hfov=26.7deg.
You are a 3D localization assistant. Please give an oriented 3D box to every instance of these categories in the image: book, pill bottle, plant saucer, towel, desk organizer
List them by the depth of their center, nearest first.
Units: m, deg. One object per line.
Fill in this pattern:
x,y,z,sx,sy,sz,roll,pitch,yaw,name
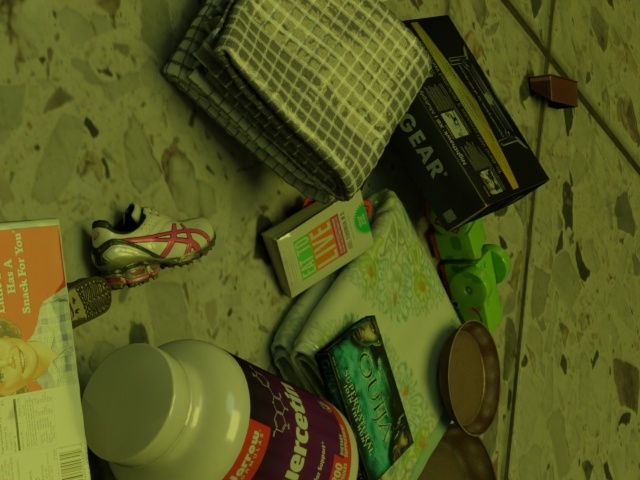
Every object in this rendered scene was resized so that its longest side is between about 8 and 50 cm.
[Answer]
-0.108,0.219,1.475,0.323,0.182,0.181,33,57,-50,pill bottle
-0.015,-0.216,1.644,0.284,0.121,0.235,42,66,-25,towel
0.000,0.000,1.763,0.144,0.035,0.096,-33,124,-26,book
0.088,0.157,1.876,0.374,0.090,0.320,-56,130,-46,towel
0.214,0.199,1.956,0.168,0.029,0.168,8,80,-57,plant saucer
0.186,0.428,2.007,0.311,0.050,0.310,12,76,-57,plant saucer
0.440,-0.279,2.538,0.130,0.047,0.050,1,86,-57,desk organizer

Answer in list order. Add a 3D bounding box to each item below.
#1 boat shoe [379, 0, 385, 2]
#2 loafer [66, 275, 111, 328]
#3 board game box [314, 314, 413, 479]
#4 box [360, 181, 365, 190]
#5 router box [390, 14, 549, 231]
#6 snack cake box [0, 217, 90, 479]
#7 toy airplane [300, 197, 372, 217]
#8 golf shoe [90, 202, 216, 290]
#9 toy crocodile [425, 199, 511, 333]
0.017,-0.359,1.836,0.319,0.116,0.099,-32,115,-49,boat shoe
-0.280,0.076,1.361,0.148,0.050,0.056,-18,96,-41,loafer
0.058,0.204,1.724,0.126,0.026,0.186,-35,111,-53,board game box
0.032,-0.164,1.902,0.162,0.029,0.116,61,38,-33,box
0.188,-0.180,1.996,0.243,0.081,0.308,-20,77,-57,router box
-0.310,0.117,1.238,0.152,0.089,0.264,-6,90,-41,snack cake box
0.029,-0.067,1.809,0.151,0.028,0.151,-30,147,-22,toy airplane
-0.182,-0.006,1.506,0.186,0.068,0.085,-25,104,-56,golf shoe
0.219,0.002,2.110,0.115,0.105,0.340,-48,128,-50,toy crocodile
